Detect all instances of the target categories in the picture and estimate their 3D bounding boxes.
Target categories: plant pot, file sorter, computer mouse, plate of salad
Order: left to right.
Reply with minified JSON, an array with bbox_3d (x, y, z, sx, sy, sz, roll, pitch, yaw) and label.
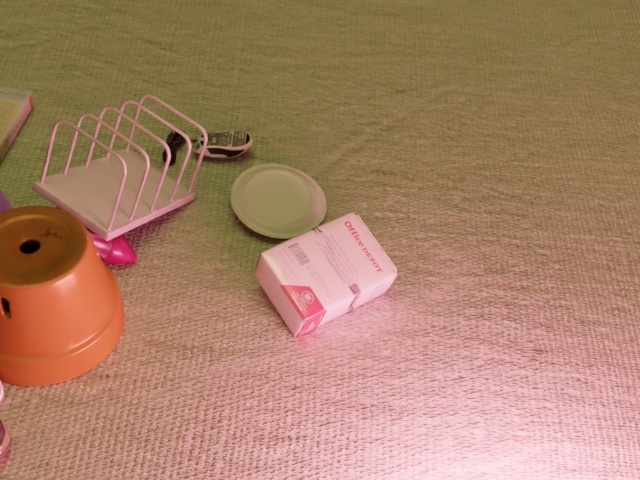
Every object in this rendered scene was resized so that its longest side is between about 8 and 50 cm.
[{"bbox_3d":[-0.496,0.078,1.772,0.290,0.204,0.291,3,45,-3],"label":"plant pot"},{"bbox_3d":[-0.377,-0.157,1.980,0.192,0.173,0.277,33,31,16],"label":"file sorter"},{"bbox_3d":[-0.241,-0.201,2.203,0.192,0.042,0.106,1,40,3],"label":"computer mouse"},{"bbox_3d":[-0.087,-0.078,2.088,0.199,0.048,0.200,7,52,-9],"label":"plate of salad"}]

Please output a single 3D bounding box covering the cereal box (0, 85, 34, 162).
[{"bbox_3d":[-0.740,-0.249,2.188,0.172,0.047,0.240,9,44,4],"label":"cereal box"}]

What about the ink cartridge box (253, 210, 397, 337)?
[{"bbox_3d":[0.009,0.060,1.901,0.217,0.092,0.159,-25,70,-26],"label":"ink cartridge box"}]

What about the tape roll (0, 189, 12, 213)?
[{"bbox_3d":[-0.675,-0.042,1.899,0.189,0.080,0.189,30,35,-24],"label":"tape roll"}]

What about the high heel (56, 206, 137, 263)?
[{"bbox_3d":[-0.442,-0.034,2.006,0.117,0.082,0.244,25,11,-38],"label":"high heel"}]

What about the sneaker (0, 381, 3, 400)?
[{"bbox_3d":[-0.600,0.221,1.719,0.152,0.084,0.058,44,65,-11],"label":"sneaker"}]

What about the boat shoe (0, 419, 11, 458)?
[{"bbox_3d":[-0.652,0.241,1.639,0.355,0.130,0.132,21,46,15],"label":"boat shoe"}]
